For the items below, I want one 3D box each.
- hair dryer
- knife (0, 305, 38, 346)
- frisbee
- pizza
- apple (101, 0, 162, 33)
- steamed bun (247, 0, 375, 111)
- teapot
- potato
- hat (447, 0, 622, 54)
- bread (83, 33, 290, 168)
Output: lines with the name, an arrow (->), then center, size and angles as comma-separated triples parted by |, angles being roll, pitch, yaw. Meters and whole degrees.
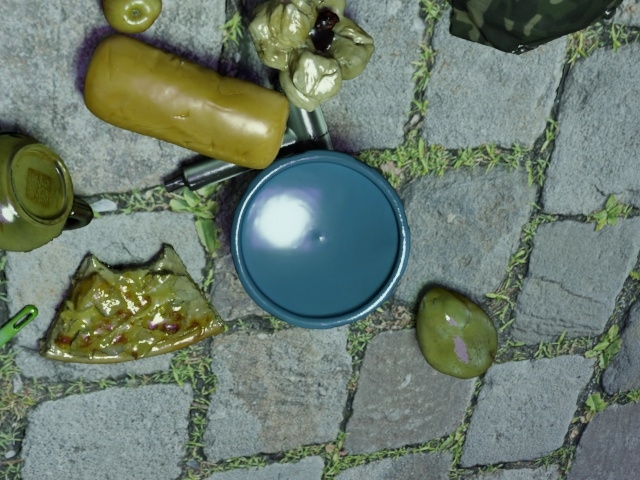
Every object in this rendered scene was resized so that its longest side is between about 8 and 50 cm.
hair dryer -> -0.081, -0.100, 1.419 | 0.284, 0.155, 0.320 | -21, 115, 15
knife -> -0.562, 0.174, 1.412 | 0.212, 0.015, 0.054 | -39, 119, 4
frisbee -> -0.001, -0.001, 1.349 | 0.290, 0.049, 0.289 | 0, 99, 0
pizza -> -0.318, 0.122, 1.440 | 0.324, 0.089, 0.223 | -7, 125, -19
apple -> -0.267, -0.332, 1.188 | 0.084, 0.071, 0.084 | -10, 123, -16
steamed bun -> 0.002, -0.304, 1.263 | 0.192, 0.106, 0.177 | -47, 121, -37
teapot -> -0.461, -0.060, 1.238 | 0.183, 0.173, 0.269 | -12, 160, 26
potato -> 0.262, 0.180, 1.675 | 0.157, 0.157, 0.194 | -35, 125, 0
hat -> 0.299, -0.479, 1.263 | 0.366, 0.257, 0.382 | -53, 143, 11
bread -> -0.194, -0.195, 1.244 | 0.305, 0.091, 0.142 | 17, 132, -12
